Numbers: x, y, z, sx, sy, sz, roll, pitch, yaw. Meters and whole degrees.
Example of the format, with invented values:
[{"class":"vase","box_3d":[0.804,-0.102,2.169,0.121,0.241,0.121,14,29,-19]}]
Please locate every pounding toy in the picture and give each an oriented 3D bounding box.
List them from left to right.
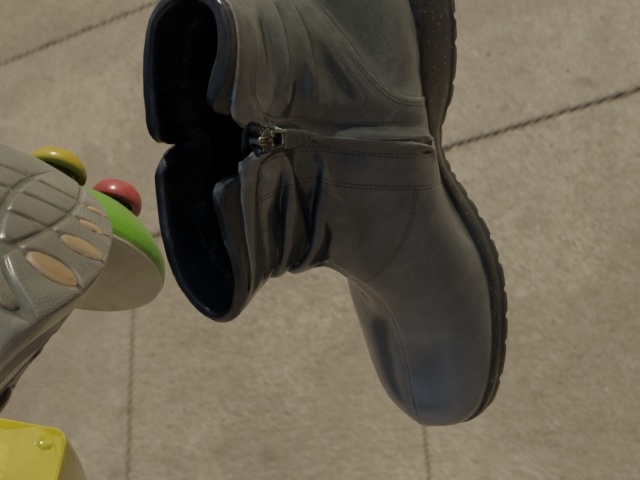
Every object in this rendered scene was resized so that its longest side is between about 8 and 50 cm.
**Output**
[{"class":"pounding toy","box_3d":[-0.247,-0.026,1.033,0.236,0.183,0.110,7,61,6]}]

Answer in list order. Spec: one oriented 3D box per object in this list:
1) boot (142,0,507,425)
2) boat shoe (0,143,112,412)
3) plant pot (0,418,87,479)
[{"class":"boot","box_3d":[0.000,0.000,0.683,0.118,0.338,0.222,0,23,39]},{"class":"boat shoe","box_3d":[-0.227,0.055,0.628,0.130,0.132,0.355,-50,7,26]},{"class":"plant pot","box_3d":[-0.309,0.259,0.978,0.212,0.187,0.212,13,47,-10]}]
